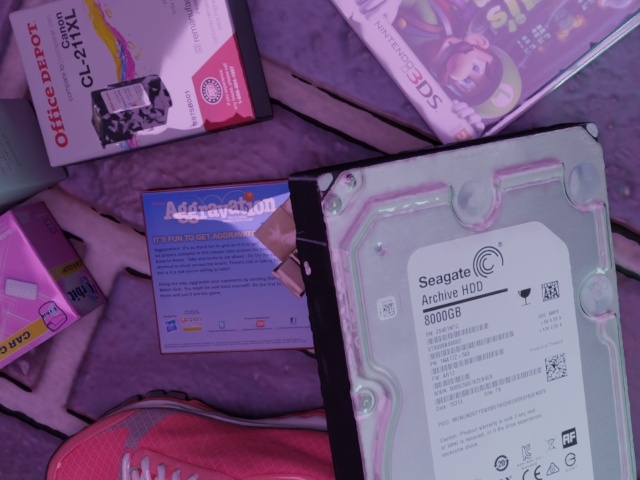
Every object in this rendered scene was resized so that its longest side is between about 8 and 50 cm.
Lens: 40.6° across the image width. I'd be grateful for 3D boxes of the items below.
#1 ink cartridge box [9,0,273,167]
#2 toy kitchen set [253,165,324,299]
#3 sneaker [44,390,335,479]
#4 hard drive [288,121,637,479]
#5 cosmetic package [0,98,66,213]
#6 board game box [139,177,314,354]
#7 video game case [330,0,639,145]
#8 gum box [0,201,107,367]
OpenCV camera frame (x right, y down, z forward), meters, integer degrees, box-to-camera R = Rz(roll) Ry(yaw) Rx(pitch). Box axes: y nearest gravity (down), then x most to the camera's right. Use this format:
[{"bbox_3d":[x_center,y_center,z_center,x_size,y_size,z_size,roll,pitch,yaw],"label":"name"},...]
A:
[{"bbox_3d":[-0.141,-0.138,0.692,0.175,0.072,0.127,-12,98,11],"label":"ink cartridge box"},{"bbox_3d":[0.000,0.000,0.668,0.083,0.068,0.075,44,103,0],"label":"toy kitchen set"},{"bbox_3d":[-0.094,0.197,0.712,0.314,0.136,0.116,-4,98,10],"label":"sneaker"},{"bbox_3d":[0.117,0.096,0.639,0.237,0.064,0.339,-12,98,-23],"label":"hard drive"},{"bbox_3d":[-0.305,-0.048,0.653,0.117,0.231,0.085,-25,95,12],"label":"cosmetic package"},{"bbox_3d":[-0.005,0.018,0.721,0.281,0.027,0.145,-3,100,10],"label":"board game box"},{"bbox_3d":[0.129,-0.185,0.665,0.190,0.022,0.173,-38,93,13],"label":"video game case"},{"bbox_3d":[-0.299,0.061,0.759,0.188,0.062,0.107,-31,94,13],"label":"gum box"}]
